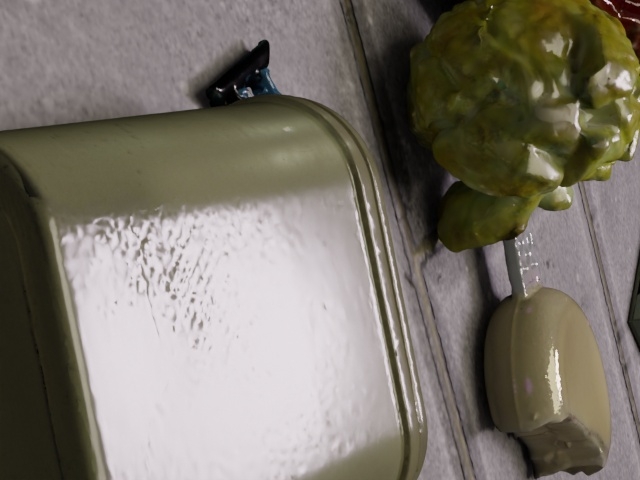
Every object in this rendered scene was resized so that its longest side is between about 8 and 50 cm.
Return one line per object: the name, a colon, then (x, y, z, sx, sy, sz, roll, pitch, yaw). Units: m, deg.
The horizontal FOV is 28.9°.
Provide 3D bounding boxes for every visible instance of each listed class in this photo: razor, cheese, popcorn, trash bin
razor: (0.000, 0.000, 0.796, 0.082, 0.042, 0.253, -51, 126, -54)
cheese: (0.193, 0.078, 1.079, 0.163, 0.071, 0.249, 20, 64, -57)
popcorn: (0.148, -0.093, 0.972, 0.198, 0.198, 0.212, -35, 138, -58)
trash bin: (-0.066, 0.056, 0.594, 0.247, 0.121, 0.243, -16, 95, -57)

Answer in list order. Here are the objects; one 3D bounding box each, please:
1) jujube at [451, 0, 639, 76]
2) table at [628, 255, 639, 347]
jujube: (0.212, -0.252, 1.091, 0.342, 0.216, 0.216, 23, 61, -40)
table: (0.455, 0.051, 1.499, 0.121, 0.111, 0.240, 59, 36, -31)
